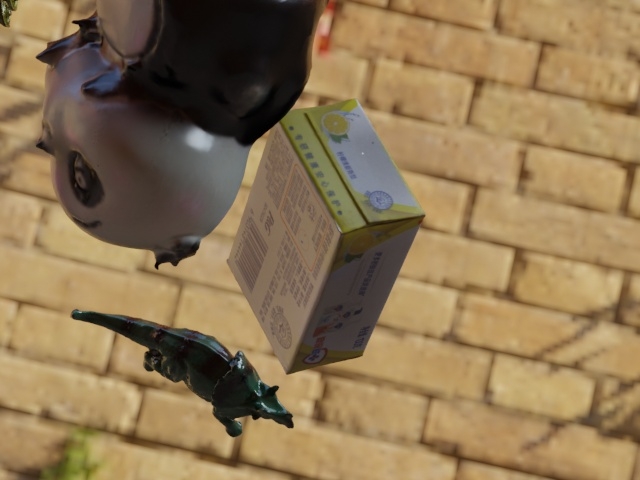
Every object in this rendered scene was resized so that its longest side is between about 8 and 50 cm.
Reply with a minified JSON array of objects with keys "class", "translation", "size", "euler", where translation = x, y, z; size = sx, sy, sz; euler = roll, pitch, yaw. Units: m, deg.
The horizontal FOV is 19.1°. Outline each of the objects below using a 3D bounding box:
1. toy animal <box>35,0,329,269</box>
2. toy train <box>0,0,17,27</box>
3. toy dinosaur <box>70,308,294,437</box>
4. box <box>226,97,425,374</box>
[{"class":"toy animal","translation":[-0.142,-0.139,1.807],"size":[0.251,0.310,0.251],"euler":[20,24,-9]},{"class":"toy train","translation":[-0.390,-0.320,2.269],"size":[0.060,0.081,0.202],"euler":[-6,32,5]},{"class":"toy dinosaur","translation":[-0.153,0.149,2.253],"size":[0.292,0.079,0.120],"euler":[23,-26,24]},{"class":"box","translation":[0.000,0.000,1.984],"size":[0.097,0.168,0.265],"euler":[-15,-33,-26]}]
